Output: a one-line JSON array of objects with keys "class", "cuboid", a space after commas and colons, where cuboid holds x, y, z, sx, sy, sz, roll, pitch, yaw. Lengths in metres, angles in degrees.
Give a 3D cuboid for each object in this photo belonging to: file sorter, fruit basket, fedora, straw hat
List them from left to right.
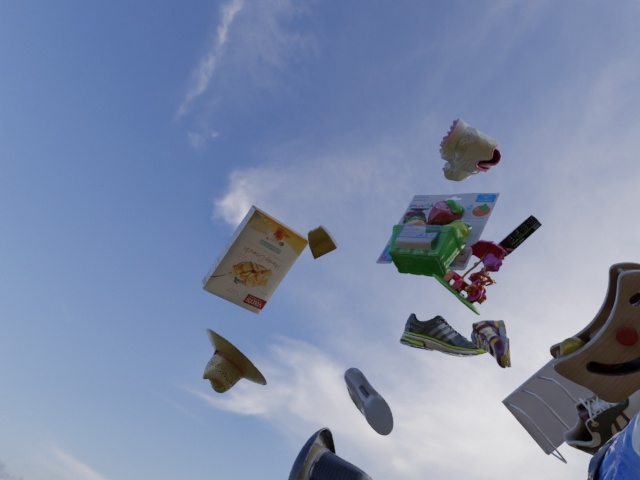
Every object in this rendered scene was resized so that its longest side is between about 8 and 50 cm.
[{"class": "straw hat", "cuboid": [-0.159, 0.214, 0.700, 0.144, 0.061, 0.145, 32, -29, 20]}, {"class": "fedora", "cuboid": [0.031, 0.584, 0.912, 0.152, 0.334, 0.334, 6, -47, 23]}, {"class": "fruit basket", "cuboid": [0.384, -0.048, 1.428, 0.326, 0.353, 0.165, 4, -36, 43]}, {"class": "file sorter", "cuboid": [0.723, 0.476, 1.247, 0.193, 0.277, 0.173, 50, -1, 15]}]

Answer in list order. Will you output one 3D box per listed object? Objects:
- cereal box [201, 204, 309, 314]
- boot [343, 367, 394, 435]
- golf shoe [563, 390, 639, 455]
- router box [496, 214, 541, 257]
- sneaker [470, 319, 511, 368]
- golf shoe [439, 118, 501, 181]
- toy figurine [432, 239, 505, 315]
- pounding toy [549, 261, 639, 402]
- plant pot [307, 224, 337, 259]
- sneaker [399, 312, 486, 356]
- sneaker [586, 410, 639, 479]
[{"class": "cereal box", "cuboid": [-0.165, 0.054, 1.082, 0.172, 0.047, 0.240, 31, -84, -30]}, {"class": "boot", "cuboid": [0.172, 0.575, 1.501, 0.095, 0.258, 0.124, -26, -39, -11]}, {"class": "golf shoe", "cuboid": [0.556, 0.317, 0.794, 0.120, 0.105, 0.273, 3, -60, 3]}, {"class": "router box", "cuboid": [0.495, -0.002, 1.094, 0.038, 0.122, 0.092, 49, -11, 13]}, {"class": "sneaker", "cuboid": [0.404, 0.247, 1.020, 0.083, 0.185, 0.070, -4, -79, 18]}, {"class": "golf shoe", "cuboid": [0.404, -0.211, 1.138, 0.140, 0.306, 0.115, 28, -86, 23]}, {"class": "toy figurine", "cuboid": [0.379, 0.074, 1.026, 0.130, 0.173, 0.159, 35, -80, -17]}, {"class": "pounding toy", "cuboid": [0.470, 0.130, 0.627, 0.269, 0.154, 0.154, -45, -101, 23]}, {"class": "plant pot", "cuboid": [0.000, 0.000, 1.346, 0.081, 0.081, 0.083, -27, -83, 7]}, {"class": "sneaker", "cuboid": [0.425, 0.320, 1.443, 0.299, 0.122, 0.111, 10, -16, 9]}, {"class": "sneaker", "cuboid": [0.193, 0.176, 0.254, 0.058, 0.152, 0.085, 15, -29, 27]}]
